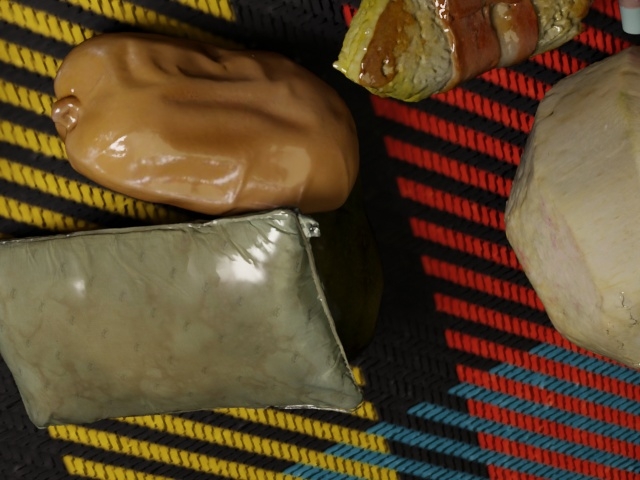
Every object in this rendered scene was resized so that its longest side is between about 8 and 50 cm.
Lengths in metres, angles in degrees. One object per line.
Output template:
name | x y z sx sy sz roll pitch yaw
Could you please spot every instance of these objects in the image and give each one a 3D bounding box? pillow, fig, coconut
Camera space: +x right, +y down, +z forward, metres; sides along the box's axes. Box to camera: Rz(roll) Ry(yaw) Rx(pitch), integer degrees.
pillow | -0.120 0.066 1.332 0.302 0.075 0.185 -6 122 22
fig | -0.011 0.008 1.418 0.133 0.185 0.126 20 146 -32
coconut | 0.276 -0.027 1.410 0.259 0.259 0.259 -10 120 -18

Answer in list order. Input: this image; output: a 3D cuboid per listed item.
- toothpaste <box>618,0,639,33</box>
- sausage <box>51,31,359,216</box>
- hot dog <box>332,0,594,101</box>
toothpaste | 0.245 -0.265 1.403 0.056 0.036 0.205 -20 119 -9
sausage | -0.085 -0.085 1.307 0.241 0.136 0.120 8 120 -22
hot dog | 0.106 -0.182 1.356 0.261 0.093 0.123 -19 115 -30
